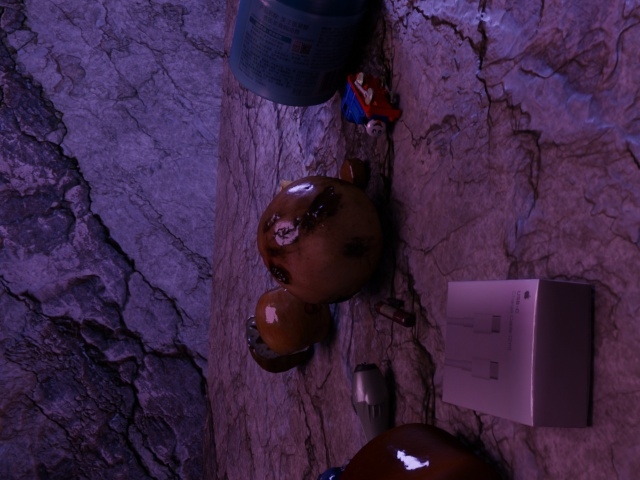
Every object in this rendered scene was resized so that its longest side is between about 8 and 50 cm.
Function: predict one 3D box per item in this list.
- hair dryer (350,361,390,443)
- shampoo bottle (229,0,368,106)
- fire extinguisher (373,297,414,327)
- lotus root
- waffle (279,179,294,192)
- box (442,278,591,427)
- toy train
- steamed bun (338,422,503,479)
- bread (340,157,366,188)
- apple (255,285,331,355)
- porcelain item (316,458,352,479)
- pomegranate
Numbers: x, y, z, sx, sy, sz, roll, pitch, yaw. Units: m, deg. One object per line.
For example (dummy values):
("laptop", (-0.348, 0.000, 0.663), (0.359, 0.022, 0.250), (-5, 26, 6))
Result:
("hair dryer", (0.109, 0.408, 1.597), (0.225, 0.088, 0.219), (102, 160, -57))
("shampoo bottle", (-0.061, -0.589, 1.933), (0.331, 0.331, 0.343), (-105, 26, -44))
("fire extinguisher", (0.157, 0.151, 1.564), (0.173, 0.035, 0.049), (-163, 75, -67))
("lotus root", (-0.130, 0.298, 2.133), (0.180, 0.188, 0.199), (100, 163, -57))
("waffle", (-0.091, -0.078, 2.288), (0.248, 0.055, 0.221), (-158, 74, -70))
("box", (0.292, 0.163, 1.083), (0.251, 0.106, 0.203), (171, 105, -69))
("toy train", (0.119, -0.327, 1.724), (0.204, 0.082, 0.131), (-108, 30, -52))
("steamed bun", (0.141, 0.512, 1.196), (0.235, 0.248, 0.379), (-153, 71, -69))
("bread", (0.088, -0.169, 1.814), (0.085, 0.053, 0.085), (173, 90, -67))
("apple", (-0.074, 0.209, 1.951), (0.188, 0.211, 0.211), (66, 157, 2))
("porcelain item", (0.037, 0.615, 1.669), (0.288, 0.138, 0.186), (110, 174, -46))
("pomegranate", (0.000, 0.000, 1.669), (0.322, 0.322, 0.322), (-175, 90, -71))
